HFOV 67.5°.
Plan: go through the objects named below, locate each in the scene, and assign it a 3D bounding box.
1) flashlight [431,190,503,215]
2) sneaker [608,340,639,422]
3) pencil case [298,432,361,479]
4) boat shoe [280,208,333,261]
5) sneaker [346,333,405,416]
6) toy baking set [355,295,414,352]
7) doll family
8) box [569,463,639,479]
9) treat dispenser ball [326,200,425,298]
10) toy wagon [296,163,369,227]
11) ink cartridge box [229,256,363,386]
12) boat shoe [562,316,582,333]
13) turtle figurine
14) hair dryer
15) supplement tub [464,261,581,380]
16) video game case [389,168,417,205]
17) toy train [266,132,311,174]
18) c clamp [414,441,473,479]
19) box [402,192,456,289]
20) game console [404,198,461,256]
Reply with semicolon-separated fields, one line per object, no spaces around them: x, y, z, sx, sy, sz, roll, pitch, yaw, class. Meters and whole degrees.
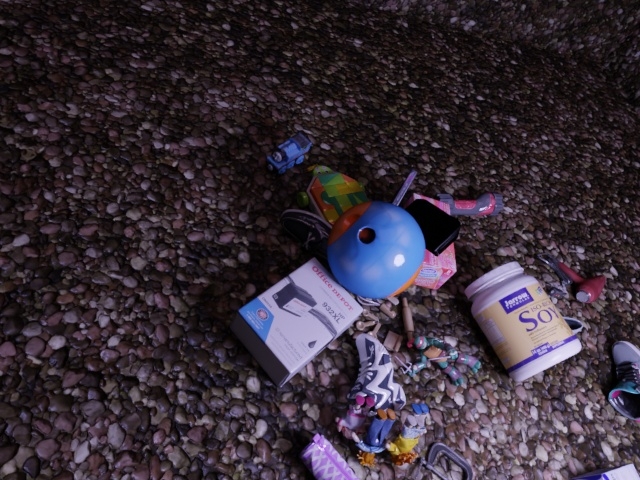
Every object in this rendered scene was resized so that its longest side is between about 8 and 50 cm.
0.584;-0.150;1.916;0.304;0.103;0.103;1;58;-23;flashlight
1.061;0.492;1.656;0.178;0.124;0.296;7;55;-29;sneaker
0.039;0.582;1.193;0.206;0.088;0.086;43;50;12;pencil case
0.000;0.000;1.568;0.302;0.114;0.091;24;46;-4;boat shoe
0.127;0.387;1.360;0.153;0.094;0.235;-10;71;-37;sneaker
0.207;0.231;1.543;0.196;0.030;0.256;12;53;-14;toy baking set
0.170;0.517;1.254;0.262;0.163;0.118;13;23;-14;doll family
0.837;0.712;1.401;0.137;0.126;0.072;-2;60;-23;box
0.162;0.028;1.409;0.288;0.288;0.288;11;54;-15;treat dispenser ball
0.050;-0.155;1.725;0.267;0.068;0.344;-13;63;-29;toy wagon
-0.065;0.224;1.374;0.223;0.129;0.307;47;52;13;ink cartridge box
0.836;0.299;1.717;0.227;0.081;0.079;7;55;-18;boat shoe
0.352;0.348;1.439;0.234;0.175;0.118;28;48;-17;turtle figurine
1.017;0.144;1.901;0.293;0.080;0.224;13;52;-14;hair dryer
0.648;0.261;1.566;0.241;0.241;0.331;-13;63;-29;supplement tub
0.246;-0.109;1.689;0.026;0.196;0.274;33;51;3;video game case
-0.118;-0.316;1.745;0.080;0.105;0.184;44;52;11;toy train
0.344;0.637;1.324;0.160;0.022;0.137;32;46;4;c clamp
0.370;0.002;1.697;0.154;0.142;0.300;15;53;-12;box
0.272;0.025;1.567;0.361;0.044;0.213;-43;45;-4;game console
